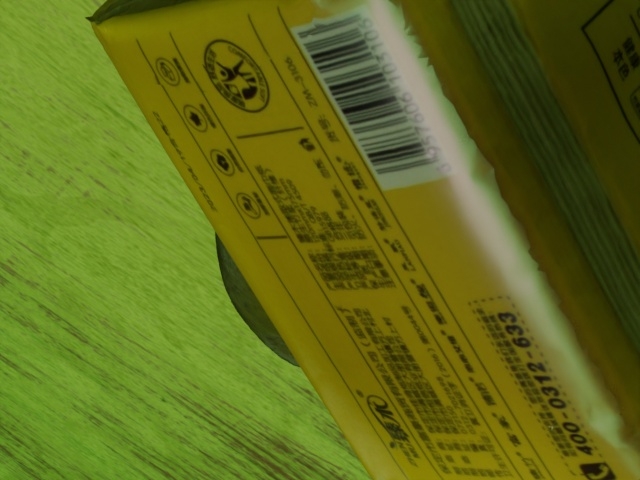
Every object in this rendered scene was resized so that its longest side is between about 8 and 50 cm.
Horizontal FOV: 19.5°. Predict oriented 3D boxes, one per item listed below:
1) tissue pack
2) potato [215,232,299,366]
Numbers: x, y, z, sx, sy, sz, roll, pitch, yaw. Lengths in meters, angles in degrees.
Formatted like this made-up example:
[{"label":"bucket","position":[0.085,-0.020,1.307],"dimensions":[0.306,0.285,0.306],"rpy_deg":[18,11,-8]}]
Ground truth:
[{"label":"tissue pack","position":[0.087,-0.046,1.129],"dimensions":[0.293,0.228,0.382],"rpy_deg":[-5,121,49]},{"label":"potato","position":[0.000,0.000,1.399],"dimensions":[0.174,0.159,0.251],"rpy_deg":[-9,127,16]}]
